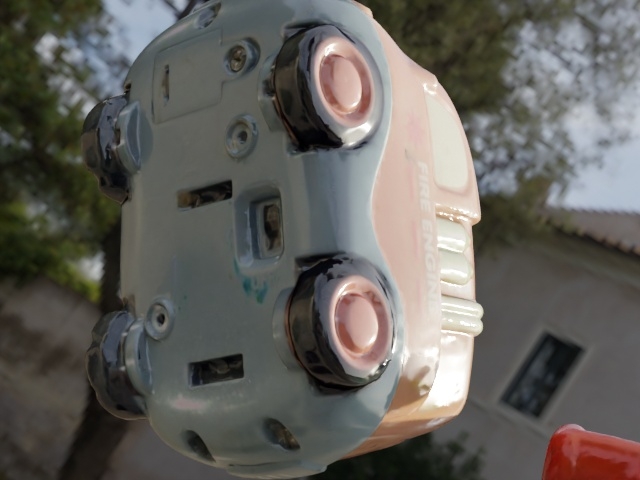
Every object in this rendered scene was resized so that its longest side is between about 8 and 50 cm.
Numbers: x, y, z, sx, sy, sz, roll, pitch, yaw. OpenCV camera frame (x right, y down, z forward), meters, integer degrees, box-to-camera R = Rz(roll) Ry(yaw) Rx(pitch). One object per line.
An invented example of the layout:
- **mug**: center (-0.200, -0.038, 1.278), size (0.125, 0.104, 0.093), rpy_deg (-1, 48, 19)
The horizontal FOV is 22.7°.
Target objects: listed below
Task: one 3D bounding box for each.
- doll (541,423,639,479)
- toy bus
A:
- **doll**: center (0.302, 0.210, 1.013), size (0.336, 0.200, 0.105), rpy_deg (12, 12, 12)
- **toy bus**: center (0.000, 0.000, 0.966), size (0.194, 0.287, 0.232), rpy_deg (-15, -17, 42)
